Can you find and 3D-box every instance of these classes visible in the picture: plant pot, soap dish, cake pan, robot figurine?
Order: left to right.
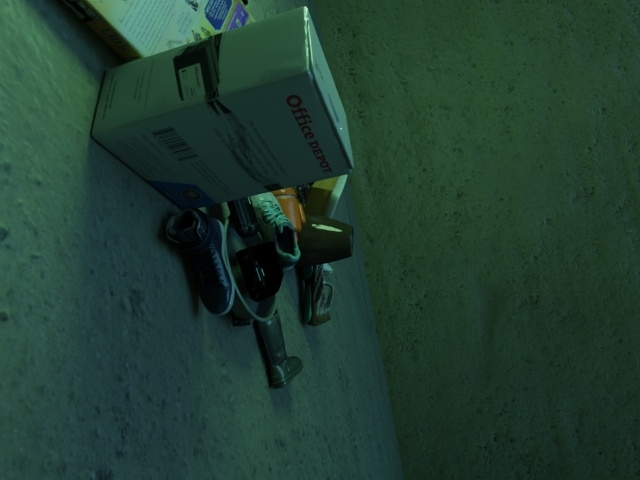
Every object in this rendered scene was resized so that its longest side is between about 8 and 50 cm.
[{"bbox_3d":[-0.196,0.073,1.124,0.293,0.054,0.293,-17,90,-78],"label":"cake pan"},{"bbox_3d":[-0.130,-0.088,1.415,0.128,0.158,0.219,102,-21,-81],"label":"robot figurine"},{"bbox_3d":[0.000,0.000,1.557,0.215,0.230,0.215,3,90,-82],"label":"plant pot"},{"bbox_3d":[0.011,-0.160,1.748,0.291,0.118,0.229,-67,178,-61],"label":"soap dish"}]

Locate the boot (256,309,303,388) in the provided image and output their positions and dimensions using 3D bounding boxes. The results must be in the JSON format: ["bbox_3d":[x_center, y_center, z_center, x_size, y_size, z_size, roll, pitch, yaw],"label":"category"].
[{"bbox_3d":[-0.122,0.307,1.288,0.189,0.076,0.208,-23,95,-78],"label":"boot"}]

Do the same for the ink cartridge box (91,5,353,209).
[{"bbox_3d":[-0.161,-0.223,0.832,0.285,0.395,0.166,54,29,-61],"label":"ink cartridge box"}]

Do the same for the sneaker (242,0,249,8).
[{"bbox_3d":[-0.279,-0.775,1.376,0.110,0.118,0.292,55,26,-55],"label":"sneaker"}]

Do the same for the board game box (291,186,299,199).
[{"bbox_3d":[-0.106,-0.201,1.641,0.136,0.030,0.260,71,25,-68],"label":"board game box"}]

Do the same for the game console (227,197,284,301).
[{"bbox_3d":[-0.180,-0.030,1.113,0.213,0.044,0.361,-22,95,-79],"label":"game console"}]

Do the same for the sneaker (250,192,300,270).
[{"bbox_3d":[-0.128,-0.053,1.271,0.122,0.110,0.283,-28,-94,61],"label":"sneaker"}]

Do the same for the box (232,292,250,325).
[{"bbox_3d":[-0.207,0.179,1.125,0.067,0.018,0.083,33,48,-71],"label":"box"}]

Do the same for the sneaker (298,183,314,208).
[{"bbox_3d":[-0.040,-0.208,1.921,0.236,0.104,0.095,65,18,-49],"label":"sneaker"}]

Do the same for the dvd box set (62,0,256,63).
[{"bbox_3d":[-0.290,-0.457,0.877,0.420,0.062,0.307,42,59,-55],"label":"dvd box set"}]

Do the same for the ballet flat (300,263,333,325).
[{"bbox_3d":[-0.009,0.159,1.683,0.116,0.124,0.342,-38,-129,55],"label":"ballet flat"}]

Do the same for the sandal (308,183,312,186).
[{"bbox_3d":[-0.068,-0.268,1.661,0.179,0.040,0.067,51,37,-59],"label":"sandal"}]

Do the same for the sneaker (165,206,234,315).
[{"bbox_3d":[-0.249,0.040,0.900,0.163,0.086,0.226,59,16,-73],"label":"sneaker"}]
